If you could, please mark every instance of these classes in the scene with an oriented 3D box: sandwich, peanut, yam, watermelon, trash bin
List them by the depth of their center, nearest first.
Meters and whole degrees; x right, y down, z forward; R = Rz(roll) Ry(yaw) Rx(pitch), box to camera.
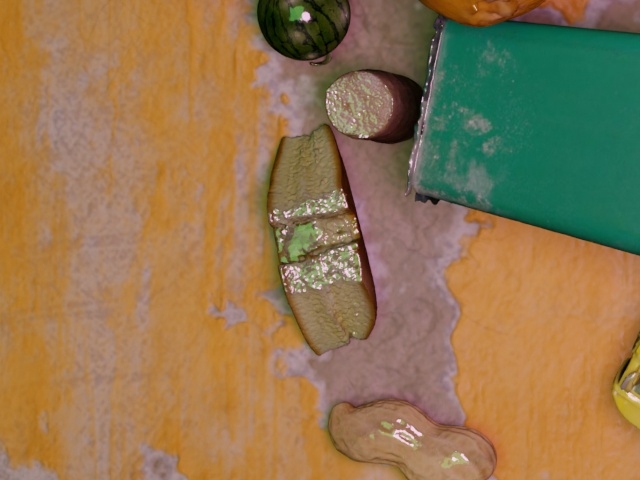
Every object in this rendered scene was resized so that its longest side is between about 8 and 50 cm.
[{"bbox_3d":[0.290,-0.092,1.610,0.381,0.295,0.259,11,95,20],"label":"trash bin"},{"bbox_3d":[0.060,-0.138,1.743,0.084,0.127,0.084,1,95,18],"label":"yam"},{"bbox_3d":[-0.014,-0.235,1.773,0.109,0.109,0.109,1,93,15],"label":"watermelon"},{"bbox_3d":[0.095,0.216,1.779,0.187,0.082,0.082,20,98,13],"label":"peanut"},{"bbox_3d":[0.000,0.000,1.785,0.090,0.088,0.244,-12,90,12],"label":"sandwich"}]

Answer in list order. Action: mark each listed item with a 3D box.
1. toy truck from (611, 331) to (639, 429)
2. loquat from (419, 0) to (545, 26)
[{"bbox_3d":[0.417,0.184,1.670,0.272,0.124,0.157,36,111,7],"label":"toy truck"},{"bbox_3d":[0.152,-0.301,1.530,0.187,0.176,0.234,-36,45,37],"label":"loquat"}]
